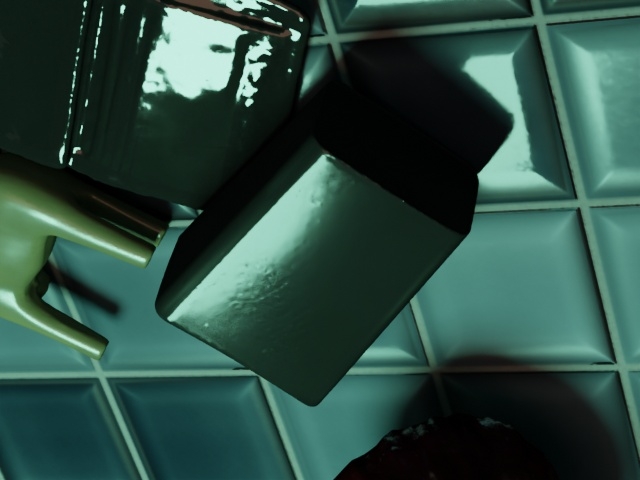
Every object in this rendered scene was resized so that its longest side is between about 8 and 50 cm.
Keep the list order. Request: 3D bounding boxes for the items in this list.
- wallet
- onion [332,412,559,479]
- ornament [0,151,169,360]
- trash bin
[{"bbox_3d":[-0.175,-0.147,1.526,0.323,0.041,0.247,17,131,1],"label":"wallet"},{"bbox_3d":[0.091,0.262,1.642,0.252,0.219,0.252,-11,120,-20],"label":"onion"},{"bbox_3d":[-0.282,0.013,1.683,0.245,0.061,0.230,27,134,-1],"label":"ornament"},{"bbox_3d":[0.000,0.000,1.523,0.165,0.115,0.225,32,128,-13],"label":"trash bin"}]
